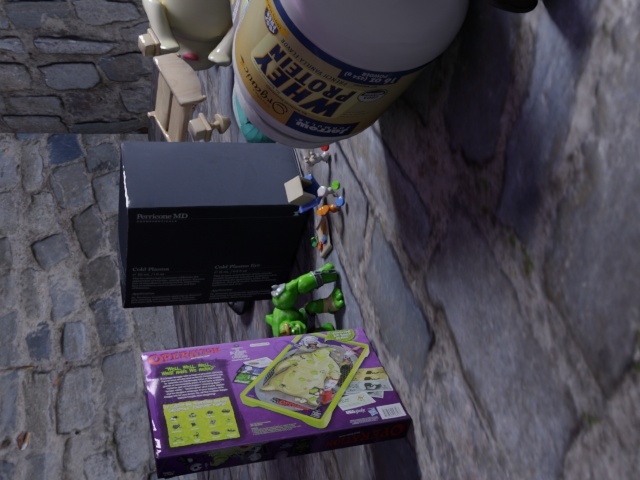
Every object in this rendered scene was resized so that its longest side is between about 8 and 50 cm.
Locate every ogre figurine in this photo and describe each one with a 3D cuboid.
[{"bbox_3d":[-0.028,0.144,1.286,0.097,0.118,0.197,-120,32,-54],"label":"ogre figurine"}]

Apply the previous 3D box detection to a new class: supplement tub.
[{"bbox_3d":[0.017,-0.258,0.930,0.316,0.228,0.228,141,124,-67],"label":"supplement tub"}]

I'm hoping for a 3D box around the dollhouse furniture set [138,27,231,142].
[{"bbox_3d":[-0.270,-0.260,1.695,0.355,0.174,0.303,58,151,18],"label":"dollhouse furniture set"}]

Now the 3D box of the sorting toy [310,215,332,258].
[{"bbox_3d":[0.000,0.000,1.347,0.083,0.012,0.062,125,139,-60],"label":"sorting toy"}]

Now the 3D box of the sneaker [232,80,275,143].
[{"bbox_3d":[-0.118,-0.339,1.502,0.121,0.108,0.302,172,97,-75],"label":"sneaker"}]

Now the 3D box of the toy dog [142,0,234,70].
[{"bbox_3d":[-0.291,-0.577,1.730,0.408,0.285,0.395,113,149,-56],"label":"toy dog"}]

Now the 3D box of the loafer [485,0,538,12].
[{"bbox_3d":[0.173,-0.320,0.692,0.078,0.080,0.219,144,121,-69],"label":"loafer"}]

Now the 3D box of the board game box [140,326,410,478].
[{"bbox_3d":[-0.071,0.221,1.066,0.208,0.347,0.056,-115,26,-50],"label":"board game box"}]

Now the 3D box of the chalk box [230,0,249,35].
[{"bbox_3d":[-0.090,-0.440,1.377,0.132,0.132,0.212,133,133,-66],"label":"chalk box"}]

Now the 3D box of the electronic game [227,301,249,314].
[{"bbox_3d":[-0.221,0.081,1.951,0.229,0.048,0.229,176,90,-70],"label":"electronic game"}]

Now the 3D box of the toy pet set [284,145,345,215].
[{"bbox_3d":[0.001,-0.089,1.298,0.114,0.065,0.122,-27,65,31],"label":"toy pet set"}]

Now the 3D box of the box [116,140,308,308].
[{"bbox_3d":[-0.228,-0.030,1.506,0.312,0.343,0.178,111,151,-48],"label":"box"}]
